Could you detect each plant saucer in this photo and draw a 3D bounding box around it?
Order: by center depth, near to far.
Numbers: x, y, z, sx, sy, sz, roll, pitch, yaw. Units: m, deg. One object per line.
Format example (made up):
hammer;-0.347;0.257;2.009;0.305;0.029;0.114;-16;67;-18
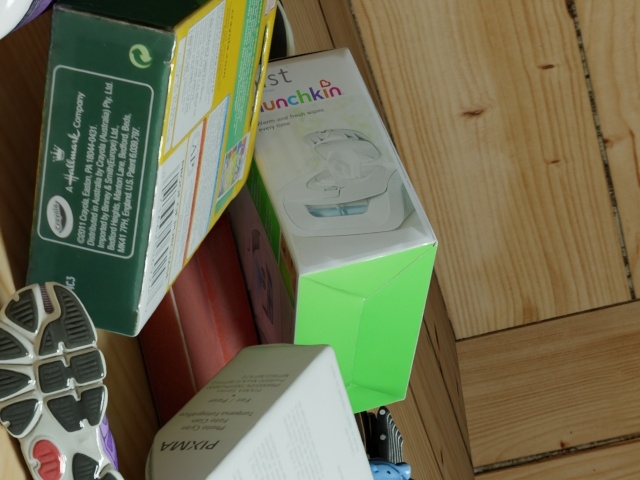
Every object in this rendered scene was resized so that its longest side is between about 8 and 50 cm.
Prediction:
plant saucer;-0.098;0.107;1.211;0.259;0.047;0.259;-15;92;-82

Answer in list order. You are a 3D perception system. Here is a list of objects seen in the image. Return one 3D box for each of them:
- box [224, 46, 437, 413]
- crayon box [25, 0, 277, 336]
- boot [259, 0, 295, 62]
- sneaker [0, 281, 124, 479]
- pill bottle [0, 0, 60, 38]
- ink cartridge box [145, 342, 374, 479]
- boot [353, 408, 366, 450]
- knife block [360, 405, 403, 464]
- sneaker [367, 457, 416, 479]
box;0.000;0.000;1.281;0.262;0.126;0.231;96;-24;-55
crayon box;-0.109;-0.093;0.999;0.323;0.083;0.203;-62;163;-67
boot;-0.071;-0.254;1.805;0.176;0.088;0.244;58;17;-67
sneaker;-0.159;0.103;0.855;0.071;0.068;0.170;-123;-156;-70
pill bottle;-0.200;-0.163;0.788;0.193;0.108;0.108;-77;152;-71
ink cartridge box;-0.065;0.293;0.993;0.385;0.091;0.308;-41;120;-53
boot;-0.016;0.157;1.401;0.219;0.082;0.106;55;-13;33
knife block;0.005;0.297;1.515;0.276;0.242;0.088;-50;145;-18
sneaker;0.033;0.235;1.378;0.082;0.209;0.069;-66;-163;12
